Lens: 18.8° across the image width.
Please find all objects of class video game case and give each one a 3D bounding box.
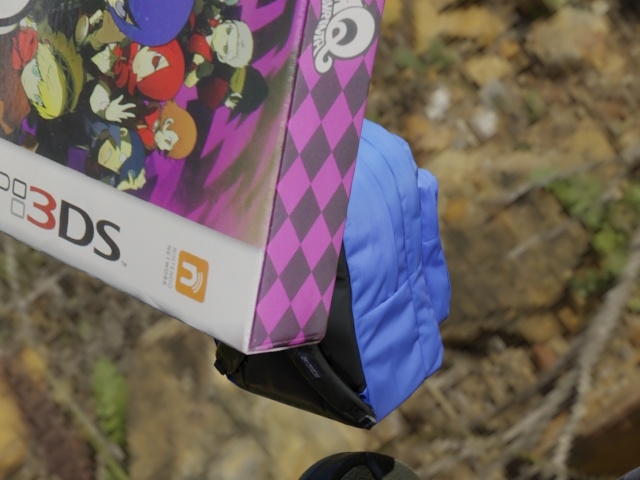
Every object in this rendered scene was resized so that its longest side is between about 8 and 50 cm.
[{"bbox_3d":[-0.065,-0.107,0.602,0.210,0.232,0.042,24,21,38],"label":"video game case"}]

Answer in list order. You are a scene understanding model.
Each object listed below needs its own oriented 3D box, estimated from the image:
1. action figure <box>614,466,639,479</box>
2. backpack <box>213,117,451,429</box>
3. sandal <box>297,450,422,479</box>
[{"bbox_3d":[0.070,0.162,0.570,0.330,0.178,0.341,0,-22,-12],"label":"action figure"},{"bbox_3d":[0.000,0.000,0.816,0.098,0.120,0.101,10,38,35],"label":"backpack"},{"bbox_3d":[0.029,0.255,0.944,0.086,0.302,0.120,-16,-12,43],"label":"sandal"}]
